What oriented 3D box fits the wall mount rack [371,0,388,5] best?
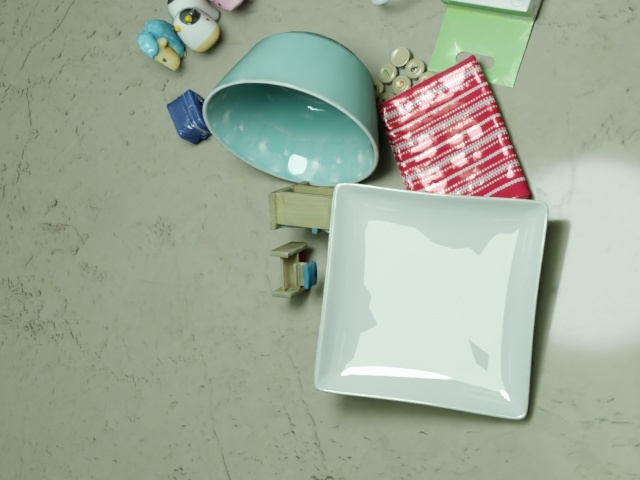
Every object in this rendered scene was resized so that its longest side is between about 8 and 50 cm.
[{"bbox_3d":[0.173,-0.588,1.893,0.350,0.130,0.304,-44,24,13],"label":"wall mount rack"}]

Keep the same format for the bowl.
[{"bbox_3d":[-0.029,-0.241,1.847,0.312,0.311,0.163,5,62,29],"label":"bowl"}]

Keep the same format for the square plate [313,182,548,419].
[{"bbox_3d":[0.175,0.093,1.730,0.348,0.049,0.343,6,90,15],"label":"square plate"}]

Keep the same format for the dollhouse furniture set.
[{"bbox_3d":[0.000,0.000,1.871,0.129,0.129,0.183,6,107,29],"label":"dollhouse furniture set"}]

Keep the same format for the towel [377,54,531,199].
[{"bbox_3d":[0.219,-0.151,1.810,0.199,0.031,0.274,-25,72,21],"label":"towel"}]

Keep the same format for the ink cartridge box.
[{"bbox_3d":[0.280,-0.392,1.826,0.171,0.056,0.235,17,86,30],"label":"ink cartridge box"}]

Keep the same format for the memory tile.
[{"bbox_3d":[0.152,-0.259,1.885,0.113,0.012,0.148,-48,63,14],"label":"memory tile"}]

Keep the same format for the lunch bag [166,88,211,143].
[{"bbox_3d":[-0.242,-0.236,2.067,0.065,0.067,0.098,-34,66,19],"label":"lunch bag"}]

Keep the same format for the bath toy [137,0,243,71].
[{"bbox_3d":[-0.199,-0.479,2.049,0.348,0.129,0.151,-42,65,18],"label":"bath toy"}]
